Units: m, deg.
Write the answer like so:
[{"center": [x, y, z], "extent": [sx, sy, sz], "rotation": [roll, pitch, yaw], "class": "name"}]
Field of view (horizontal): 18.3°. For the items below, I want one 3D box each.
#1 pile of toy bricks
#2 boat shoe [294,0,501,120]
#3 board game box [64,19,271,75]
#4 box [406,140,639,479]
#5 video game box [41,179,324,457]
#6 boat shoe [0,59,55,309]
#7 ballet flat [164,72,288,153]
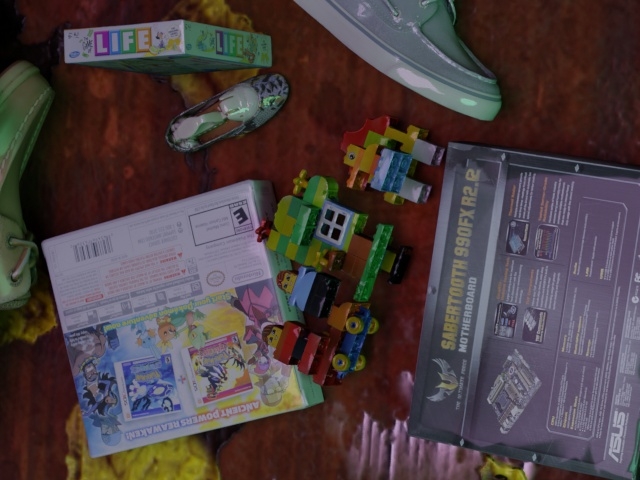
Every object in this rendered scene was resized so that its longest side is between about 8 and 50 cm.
[{"center": [0.000, 0.000, 1.527], "extent": [0.105, 0.118, 0.212], "rotation": [24, 99, 29], "class": "pile of toy bricks"}, {"center": [0.057, -0.179, 1.516], "extent": [0.227, 0.079, 0.081], "rotation": [40, 110, 21], "class": "boat shoe"}, {"center": [-0.117, -0.149, 1.552], "extent": [0.103, 0.154, 0.026], "rotation": [-2, 90, 23], "class": "board game box"}, {"center": [0.171, 0.051, 1.484], "extent": [0.183, 0.056, 0.231], "rotation": [9, 95, 24], "class": "box"}, {"center": [-0.113, 0.065, 1.615], "extent": [0.205, 0.048, 0.187], "rotation": [-15, 83, 24], "class": "video game box"}, {"center": [-0.286, 0.017, 1.659], "extent": [0.110, 0.121, 0.341], "rotation": [25, 98, 3], "class": "boat shoe"}, {"center": [-0.078, -0.100, 1.599], "extent": [0.114, 0.041, 0.041], "rotation": [-26, 81, 22], "class": "ballet flat"}]
